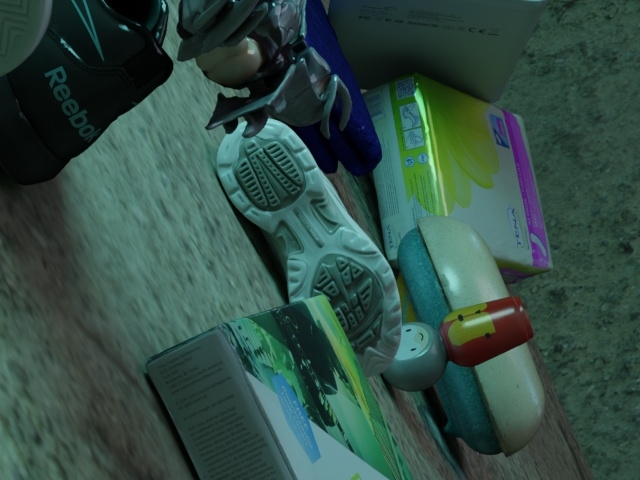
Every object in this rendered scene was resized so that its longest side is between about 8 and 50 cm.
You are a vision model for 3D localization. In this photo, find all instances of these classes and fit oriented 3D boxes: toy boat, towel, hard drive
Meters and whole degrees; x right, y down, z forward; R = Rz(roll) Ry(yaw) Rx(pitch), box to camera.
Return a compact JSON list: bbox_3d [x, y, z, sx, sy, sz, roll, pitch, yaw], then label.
[{"bbox_3d":[0.133,0.102,1.773,0.318,0.148,0.267,45,25,-84],"label":"toy boat"},{"bbox_3d":[-0.041,-0.226,1.853,0.227,0.076,0.308,48,16,-48],"label":"towel"},{"bbox_3d":[0.123,-0.247,2.034,0.353,0.233,0.047,103,-7,-75],"label":"hard drive"}]

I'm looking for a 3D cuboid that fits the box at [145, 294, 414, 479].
[{"bbox_3d":[0.002,0.155,1.094,0.232,0.058,0.322,65,9,3],"label":"box"}]

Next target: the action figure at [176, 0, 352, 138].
[{"bbox_3d":[-0.062,-0.167,0.865,0.285,0.099,0.185,57,9,-20],"label":"action figure"}]

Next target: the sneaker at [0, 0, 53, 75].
[{"bbox_3d":[-0.200,-0.220,0.840,0.292,0.108,0.169,61,13,-7],"label":"sneaker"}]

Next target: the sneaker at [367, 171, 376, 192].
[{"bbox_3d":[0.117,-0.069,2.230,0.192,0.086,0.064,64,8,-2],"label":"sneaker"}]

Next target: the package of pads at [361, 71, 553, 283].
[{"bbox_3d":[0.170,-0.062,2.141,0.296,0.101,0.229,13,64,-55],"label":"package of pads"}]

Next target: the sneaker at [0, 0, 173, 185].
[{"bbox_3d":[-0.133,-0.124,0.960,0.101,0.106,0.267,56,11,-33],"label":"sneaker"}]

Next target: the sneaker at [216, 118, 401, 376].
[{"bbox_3d":[0.000,0.000,1.414,0.232,0.090,0.115,64,6,-7],"label":"sneaker"}]
